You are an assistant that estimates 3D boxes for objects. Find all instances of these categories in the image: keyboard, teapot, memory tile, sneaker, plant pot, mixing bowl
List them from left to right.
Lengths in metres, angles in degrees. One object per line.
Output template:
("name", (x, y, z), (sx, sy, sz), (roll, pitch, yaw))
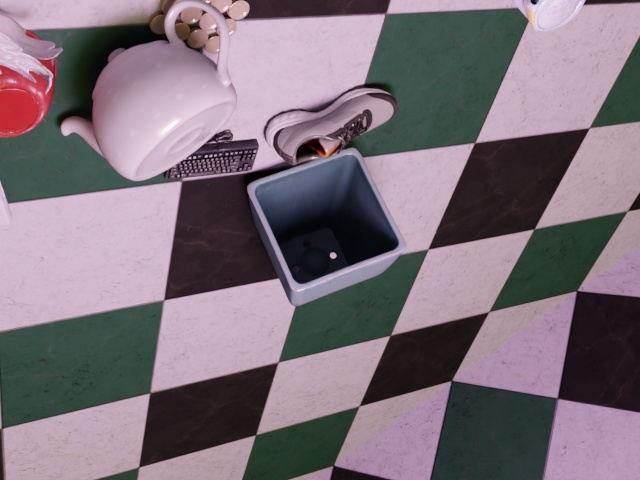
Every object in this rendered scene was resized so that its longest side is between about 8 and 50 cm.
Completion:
("mixing bowl", (-0.480, -0.224, 1.318), (0.181, 0.098, 0.181), (-20, 142, -16))
("teapot", (-0.269, -0.234, 1.395), (0.256, 0.187, 0.252), (-36, 177, -24))
("memory tile", (-0.198, -0.366, 1.422), (0.148, 0.012, 0.113), (12, 127, -44))
("keyboard", (-0.204, -0.161, 1.655), (0.180, 0.023, 0.108), (-10, 139, -28))
("plant pot", (0.000, 0.000, 1.820), (0.247, 0.248, 0.252), (-21, 161, -14))
("sneaker", (0.033, -0.213, 1.691), (0.271, 0.108, 0.100), (-22, 142, -14))

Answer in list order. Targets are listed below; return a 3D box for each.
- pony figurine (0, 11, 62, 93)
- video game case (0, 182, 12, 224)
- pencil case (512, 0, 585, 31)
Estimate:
("pony figurine", (-0.530, -0.265, 1.094), (0.351, 0.303, 0.363), (39, 91, -26))
("video game case", (-0.618, -0.099, 1.354), (0.226, 0.026, 0.206), (1, 141, -2))
("pencil case", (0.329, -0.471, 1.454), (0.124, 0.273, 0.113), (-16, 149, -25))
